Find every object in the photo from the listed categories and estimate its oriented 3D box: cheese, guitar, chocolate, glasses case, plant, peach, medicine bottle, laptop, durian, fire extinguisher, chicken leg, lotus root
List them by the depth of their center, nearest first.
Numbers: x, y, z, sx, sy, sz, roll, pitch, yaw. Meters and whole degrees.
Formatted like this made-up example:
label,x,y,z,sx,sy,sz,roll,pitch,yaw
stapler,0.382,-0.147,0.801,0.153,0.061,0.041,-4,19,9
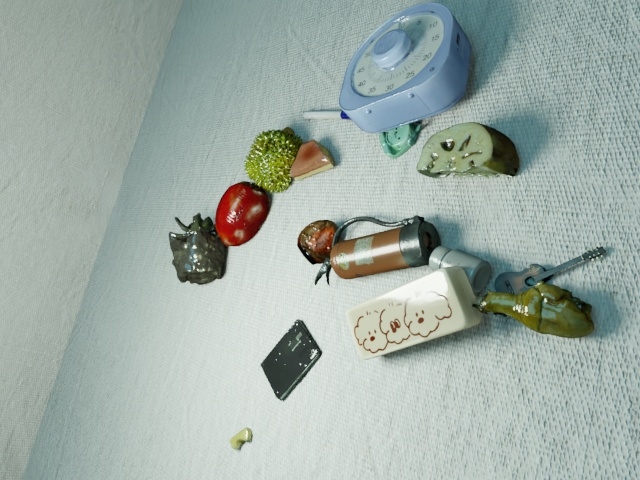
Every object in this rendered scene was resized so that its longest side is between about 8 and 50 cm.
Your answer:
label,x,y,z,sx,sy,sz,roll,pitch,yaw
chicken leg,0.431,0.132,0.986,0.227,0.088,0.103,13,99,33
guitar,0.482,0.072,1.028,0.233,0.025,0.088,-33,52,30
medicine bottle,0.327,0.064,1.146,0.130,0.080,0.080,29,93,48
glasses case,0.208,0.179,1.158,0.336,0.076,0.144,-33,69,43
lotus root,0.361,-0.216,1.207,0.235,0.119,0.138,-1,77,46
fire extinguisher,0.147,0.019,1.343,0.376,0.113,0.200,-16,32,39
laptop,-0.094,0.361,1.474,0.207,0.026,0.154,-52,44,14
chocolate,0.000,0.000,1.479,0.133,0.124,0.127,-34,40,-11
cheese,-0.247,0.618,1.509,0.083,0.030,0.044,-41,41,17
durian,-0.176,-0.292,1.749,0.237,0.176,0.200,-59,22,24
peach,-0.307,-0.087,1.793,0.267,0.154,0.159,-52,46,14
plant,-0.470,0.025,1.886,0.188,0.199,0.276,-28,60,31

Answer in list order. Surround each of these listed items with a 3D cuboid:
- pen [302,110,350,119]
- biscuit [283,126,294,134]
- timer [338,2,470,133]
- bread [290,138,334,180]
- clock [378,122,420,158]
label,x,y,z,sx,sy,sz,roll,pitch,yaw
pen,0.030,-0.440,1.704,0.269,0.033,0.033,16,84,48
biscuit,-0.158,-0.379,1.870,0.140,0.023,0.118,-52,45,16
timer,0.236,-0.519,1.402,0.395,0.173,0.395,-26,48,32
bread,-0.023,-0.280,1.657,0.192,0.067,0.119,-9,74,44
clock,0.239,-0.313,1.429,0.135,0.041,0.101,-36,50,29
